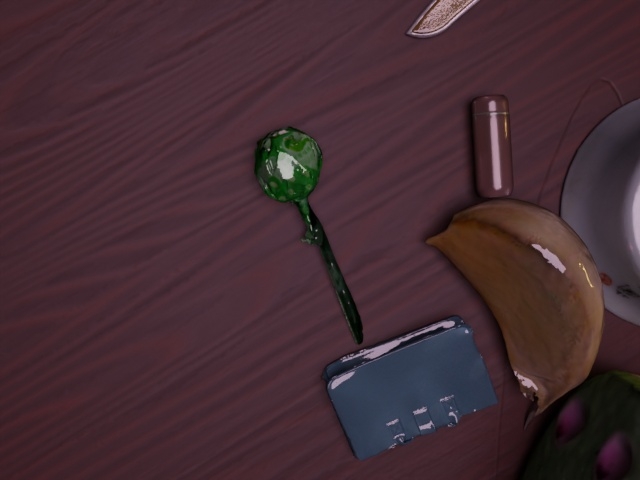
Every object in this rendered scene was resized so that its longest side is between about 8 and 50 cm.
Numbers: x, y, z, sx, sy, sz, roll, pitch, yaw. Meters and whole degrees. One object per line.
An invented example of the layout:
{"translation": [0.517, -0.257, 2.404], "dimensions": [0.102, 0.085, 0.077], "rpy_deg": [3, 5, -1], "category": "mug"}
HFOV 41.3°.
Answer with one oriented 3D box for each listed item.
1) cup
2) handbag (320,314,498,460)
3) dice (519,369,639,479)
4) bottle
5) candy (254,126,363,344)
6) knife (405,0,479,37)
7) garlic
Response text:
{"translation": [0.521, -0.037, 1.152], "dimensions": [0.347, 0.163, 0.347], "rpy_deg": [0, 93, -5], "category": "cup"}
{"translation": [0.125, 0.208, 1.190], "dimensions": [0.221, 0.057, 0.144], "rpy_deg": [-21, 99, -3], "category": "handbag"}
{"translation": [0.454, 0.375, 1.083], "dimensions": [0.318, 0.330, 0.322], "rpy_deg": [24, 94, -7], "category": "dice"}
{"translation": [0.238, -0.130, 1.175], "dimensions": [0.053, 0.053, 0.140], "rpy_deg": [-5, 95, -4], "category": "bottle"}
{"translation": [-0.002, 0.001, 1.160], "dimensions": [0.097, 0.097, 0.324], "rpy_deg": [-23, 103, -3], "category": "candy"}
{"translation": [0.222, -0.362, 1.175], "dimensions": [0.256, 0.022, 0.046], "rpy_deg": [-40, 93, 3], "category": "knife"}
{"translation": [0.301, 0.089, 1.172], "dimensions": [0.196, 0.151, 0.339], "rpy_deg": [-23, 102, 30], "category": "garlic"}
